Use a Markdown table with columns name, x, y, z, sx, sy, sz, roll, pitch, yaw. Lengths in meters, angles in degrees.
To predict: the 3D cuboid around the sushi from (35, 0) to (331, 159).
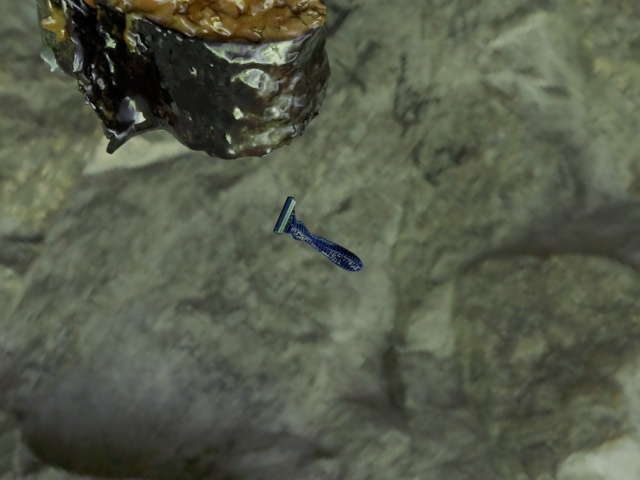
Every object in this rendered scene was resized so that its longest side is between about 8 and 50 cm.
| name | x | y | z | sx | sy | sz | roll | pitch | yaw |
| --- | --- | --- | --- | --- | --- | --- | --- | --- | --- |
| sushi | -0.153 | -0.216 | 1.269 | 0.348 | 0.207 | 0.234 | 31 | -121 | 26 |

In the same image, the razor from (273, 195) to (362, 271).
| name | x | y | z | sx | sy | sz | roll | pitch | yaw |
| --- | --- | --- | --- | --- | --- | --- | --- | --- | --- |
| razor | -0.004 | -0.001 | 1.459 | 0.028 | 0.044 | 0.154 | 12 | 165 | 42 |
